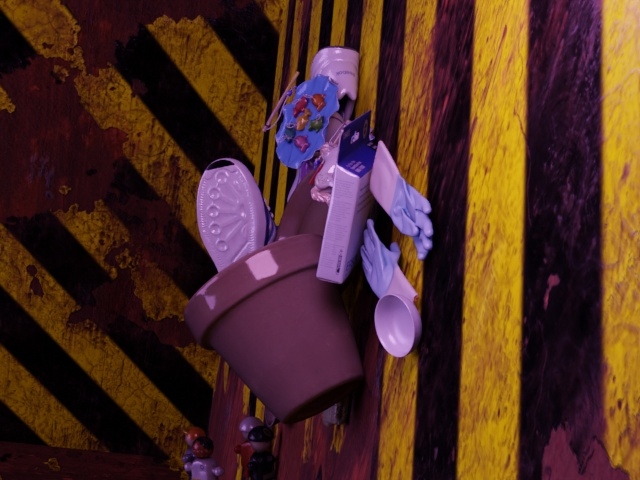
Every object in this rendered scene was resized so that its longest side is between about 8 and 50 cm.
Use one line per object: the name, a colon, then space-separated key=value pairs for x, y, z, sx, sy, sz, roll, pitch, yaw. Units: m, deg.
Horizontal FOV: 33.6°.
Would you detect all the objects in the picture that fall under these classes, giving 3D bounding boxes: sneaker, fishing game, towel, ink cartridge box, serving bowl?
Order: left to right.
sneaker: x=-0.127 y=-0.020 z=2.055 sx=0.236 sy=0.130 sz=0.323 roll=-47 pitch=-54 yaw=-68
fishing game: x=-0.032 y=-0.223 z=1.949 sx=0.189 sy=0.041 sz=0.264 roll=-57 pitch=35 yaw=17
sneaker: x=0.005 y=-0.249 z=2.098 sx=0.297 sy=0.111 sz=0.129 roll=110 pitch=159 yaw=-55
sneaker: x=0.007 y=-0.101 z=2.024 sx=0.161 sy=0.102 sz=0.282 roll=-104 pitch=17 yaw=-46
towel: x=0.031 y=0.235 z=1.766 sx=0.110 sy=0.027 sz=0.148 roll=136 pitch=142 yaw=-74
ink cartridge box: x=0.056 y=-0.071 z=1.597 sx=0.223 sy=0.045 sz=0.224 roll=-46 pitch=-33 yaw=-69
serving bowl: x=0.105 y=0.108 z=1.373 sx=0.083 sy=0.027 sz=0.083 roll=18 pitch=112 yaw=53

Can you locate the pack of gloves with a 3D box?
pack of gloves: x=0.115 y=0.000 z=1.462 sx=0.232 sy=0.046 sz=0.195 roll=-117 pitch=34 yaw=-56

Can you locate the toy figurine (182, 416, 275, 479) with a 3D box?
toy figurine: x=-0.210 y=0.490 z=2.431 sx=0.213 sy=0.209 sz=0.148 roll=-168 pitch=76 yaw=-79

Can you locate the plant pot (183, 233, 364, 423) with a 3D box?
plant pot: x=-0.051 y=0.155 z=1.654 sx=0.229 sy=0.263 sz=0.263 roll=60 pitch=157 yaw=18

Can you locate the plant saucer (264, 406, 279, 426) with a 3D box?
plant saucer: x=-0.072 y=0.250 z=2.303 sx=0.310 sy=0.050 sz=0.311 roll=-173 pitch=90 yaw=-80

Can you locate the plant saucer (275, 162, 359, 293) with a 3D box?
plant saucer: x=0.000 y=0.000 z=1.861 sx=0.278 sy=0.041 sz=0.278 roll=-32 pitch=50 yaw=49

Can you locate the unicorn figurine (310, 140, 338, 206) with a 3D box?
unicorn figurine: x=0.032 y=-0.123 z=1.762 sx=0.162 sy=0.111 sz=0.060 roll=-52 pitch=-43 yaw=-38

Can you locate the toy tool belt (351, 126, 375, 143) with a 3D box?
toy tool belt: x=0.073 y=-0.172 z=1.816 sx=0.051 sy=0.052 sz=0.083 roll=63 pitch=165 yaw=12
